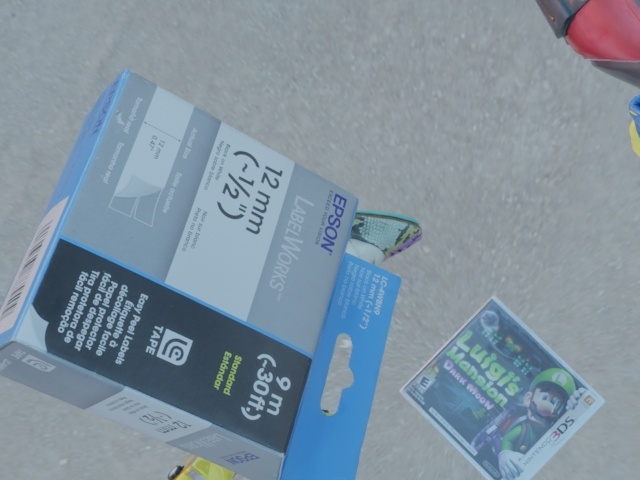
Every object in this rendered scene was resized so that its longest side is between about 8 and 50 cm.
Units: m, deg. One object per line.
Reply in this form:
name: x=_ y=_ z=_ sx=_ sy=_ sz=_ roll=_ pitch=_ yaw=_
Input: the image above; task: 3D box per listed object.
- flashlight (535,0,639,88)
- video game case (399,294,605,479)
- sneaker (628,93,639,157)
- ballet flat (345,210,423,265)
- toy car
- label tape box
flashlight: x=0.237 y=-0.059 z=0.633 sx=0.103 sy=0.103 sz=0.304 roll=-18 pitch=74 yaw=-39
video game case: x=0.224 y=0.193 z=1.335 sx=0.173 sy=0.022 sz=0.190 roll=-45 pitch=77 yaw=-4
sneaker: x=0.442 y=-0.127 z=1.156 sx=0.240 sy=0.126 sz=0.091 roll=-2 pitch=63 yaw=35
ballet flat: x=0.000 y=0.000 z=1.159 sx=0.221 sy=0.077 sz=0.079 roll=11 pitch=63 yaw=-9
toy car: x=-0.068 y=0.219 z=1.303 sx=0.224 sy=0.053 sz=0.239 roll=12 pitch=74 yaw=-22
label tape box: x=-0.070 y=0.052 z=0.912 sx=0.347 sy=0.115 sz=0.249 roll=27 pitch=61 yaw=-19
